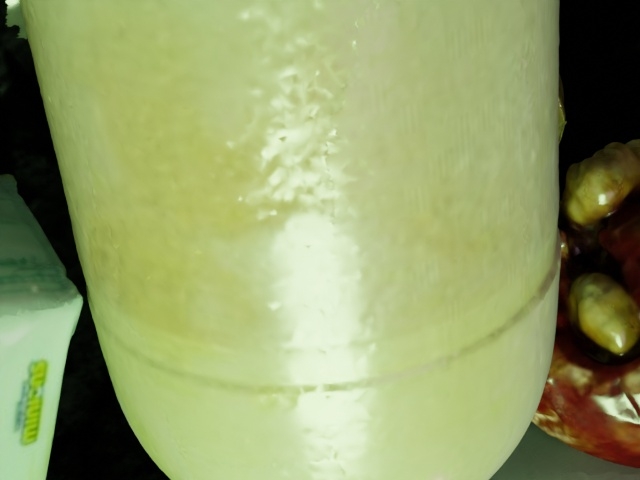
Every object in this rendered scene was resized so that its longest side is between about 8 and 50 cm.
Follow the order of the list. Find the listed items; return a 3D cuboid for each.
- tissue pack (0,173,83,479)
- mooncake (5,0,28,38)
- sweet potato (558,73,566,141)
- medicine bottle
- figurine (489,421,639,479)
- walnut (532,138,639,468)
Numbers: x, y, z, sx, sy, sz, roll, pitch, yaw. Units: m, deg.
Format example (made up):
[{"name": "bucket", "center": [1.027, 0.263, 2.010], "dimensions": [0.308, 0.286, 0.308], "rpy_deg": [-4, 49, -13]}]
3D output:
[{"name": "tissue pack", "center": [-0.330, 0.124, 0.553], "dimensions": [0.388, 0.162, 0.287], "rpy_deg": [-3, 120, -34]}, {"name": "mooncake", "center": [-0.283, -0.149, 0.469], "dimensions": [0.347, 0.057, 0.150], "rpy_deg": [-5, 137, -25]}, {"name": "sweet potato", "center": [0.113, -0.105, 0.769], "dimensions": [0.081, 0.062, 0.233], "rpy_deg": [-29, 139, 7]}, {"name": "medicine bottle", "center": [0.000, 0.000, 0.588], "dimensions": [0.236, 0.236, 0.406], "rpy_deg": [-21, 125, -22]}, {"name": "figurine", "center": [0.149, 0.269, 0.916], "dimensions": [0.361, 0.211, 0.253], "rpy_deg": [2, 81, -39]}, {"name": "walnut", "center": [0.253, 0.051, 0.896], "dimensions": [0.222, 0.243, 0.269], "rpy_deg": [-18, 154, 30]}]
